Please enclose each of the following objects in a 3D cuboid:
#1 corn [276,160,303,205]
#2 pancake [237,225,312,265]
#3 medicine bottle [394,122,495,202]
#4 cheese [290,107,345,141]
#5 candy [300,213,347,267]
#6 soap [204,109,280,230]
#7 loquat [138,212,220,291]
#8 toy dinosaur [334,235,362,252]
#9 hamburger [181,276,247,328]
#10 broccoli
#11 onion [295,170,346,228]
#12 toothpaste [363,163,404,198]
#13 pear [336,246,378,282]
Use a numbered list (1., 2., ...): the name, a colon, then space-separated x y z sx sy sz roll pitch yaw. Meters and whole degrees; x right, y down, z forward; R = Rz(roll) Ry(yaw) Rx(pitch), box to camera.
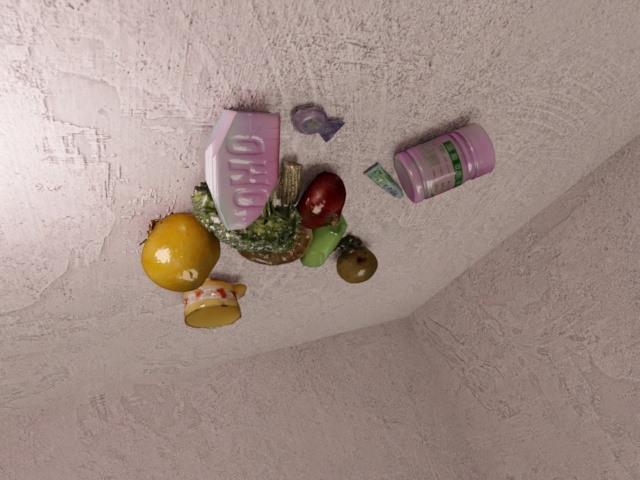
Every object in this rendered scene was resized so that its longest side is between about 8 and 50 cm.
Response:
1. corn: -0.107 -0.208 1.460 0.087 0.087 0.211 -11 146 -22
2. pancake: -0.199 0.007 1.772 0.356 0.065 0.356 -5 146 -4
3. medicine bottle: 0.471 -0.296 1.596 0.325 0.212 0.212 -22 154 -1
4. cheese: -0.012 -0.360 1.279 0.191 0.042 0.105 4 145 -47
5. candy: 0.000 0.000 1.873 0.142 0.132 0.343 -22 157 -33
6. soap: -0.220 -0.198 1.165 0.193 0.109 0.323 -6 113 -28
7. loquat: -0.480 0.033 1.419 0.275 0.274 0.275 -18 154 -9
8. toy dinosaur: 0.123 0.010 2.121 0.187 0.087 0.179 -6 -169 -1
9. hamburger: -0.494 0.284 1.957 0.303 0.186 0.261 -5 149 -14
10. broccoli: -0.247 -0.105 1.405 0.375 0.301 0.249 17 164 -14
11. onion: 0.007 -0.144 1.546 0.161 0.248 0.248 20 152 8
12. toothpaste: 0.278 -0.241 1.739 0.075 0.048 0.297 -31 149 23
13. pear: 0.199 0.131 2.206 0.229 0.188 0.211 -16 169 -11
